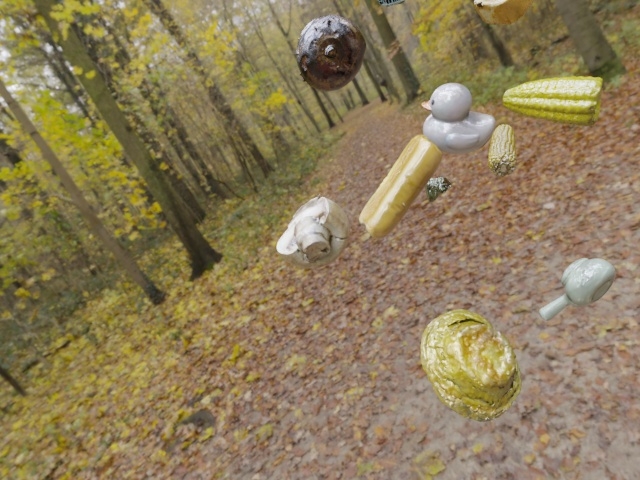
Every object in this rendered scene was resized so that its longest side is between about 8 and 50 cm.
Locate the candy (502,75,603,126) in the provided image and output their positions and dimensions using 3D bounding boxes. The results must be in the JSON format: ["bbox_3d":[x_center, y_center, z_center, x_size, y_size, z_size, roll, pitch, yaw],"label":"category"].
[{"bbox_3d":[0.491,-0.303,0.976,0.199,0.094,0.106,18,39,36],"label":"candy"}]

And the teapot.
[{"bbox_3d":[1.018,0.199,1.819,0.318,0.220,0.149,-45,47,5],"label":"teapot"}]

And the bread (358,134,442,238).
[{"bbox_3d":[0.222,-0.141,1.250,0.305,0.091,0.142,-56,26,11],"label":"bread"}]

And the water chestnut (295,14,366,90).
[{"bbox_3d":[0.037,-0.755,1.847,0.300,0.300,0.300,-27,13,7],"label":"water chestnut"}]

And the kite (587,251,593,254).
[{"bbox_3d":[0.870,0.041,1.471,0.044,0.002,0.078,31,14,31],"label":"kite"}]

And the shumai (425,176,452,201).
[{"bbox_3d":[0.375,-0.169,1.446,0.080,0.082,0.083,-11,45,7],"label":"shumai"}]

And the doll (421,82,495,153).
[{"bbox_3d":[0.453,-0.410,1.503,0.251,0.221,0.221,14,22,6],"label":"doll"}]

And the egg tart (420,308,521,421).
[{"bbox_3d":[0.404,0.308,1.182,0.294,0.294,0.123,-37,-17,-31],"label":"egg tart"}]

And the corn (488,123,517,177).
[{"bbox_3d":[0.709,-0.357,1.778,0.106,0.106,0.305,-20,32,34],"label":"corn"}]

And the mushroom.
[{"bbox_3d":[0.000,0.000,1.497,0.254,0.189,0.195,-48,34,17],"label":"mushroom"}]

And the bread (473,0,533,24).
[{"bbox_3d":[0.416,-0.558,1.026,0.122,0.073,0.149,-49,31,11],"label":"bread"}]

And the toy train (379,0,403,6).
[{"bbox_3d":[0.243,-0.798,1.493,0.043,0.047,0.207,-26,26,-5],"label":"toy train"}]
